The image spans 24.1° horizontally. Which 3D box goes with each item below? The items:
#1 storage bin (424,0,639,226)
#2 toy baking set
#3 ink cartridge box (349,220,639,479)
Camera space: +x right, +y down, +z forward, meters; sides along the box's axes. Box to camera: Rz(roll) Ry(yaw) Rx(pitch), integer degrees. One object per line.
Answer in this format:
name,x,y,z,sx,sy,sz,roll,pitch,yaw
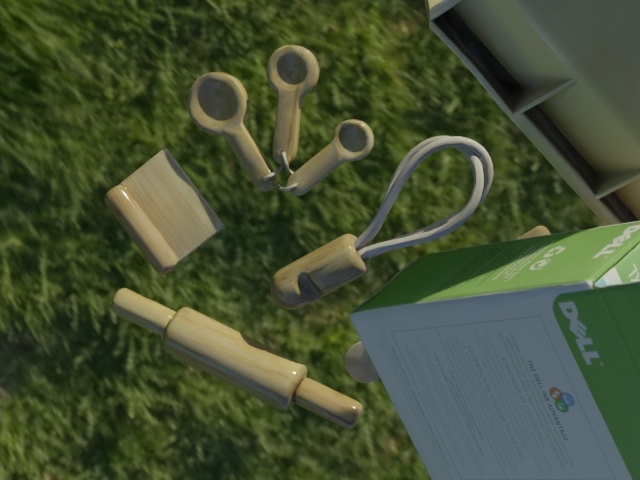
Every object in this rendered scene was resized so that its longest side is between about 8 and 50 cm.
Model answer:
storage bin,0.220,-0.114,0.688,0.260,0.123,0.262,-36,116,19
toy baking set,-0.004,0.005,0.847,0.197,0.256,0.030,-64,168,16
ink cartridge box,0.119,0.055,0.669,0.062,0.209,0.109,-36,106,-37
